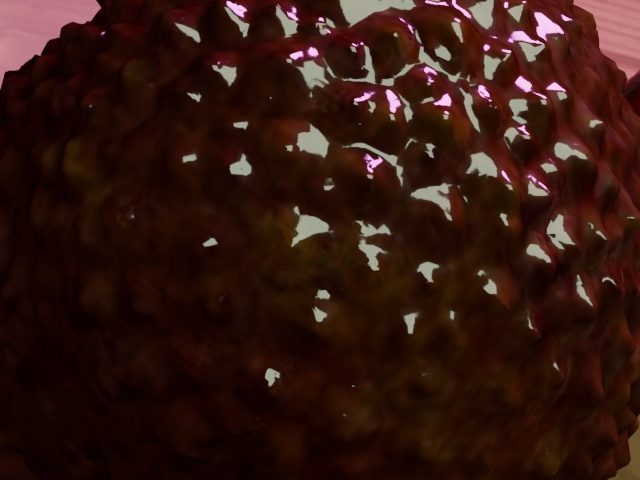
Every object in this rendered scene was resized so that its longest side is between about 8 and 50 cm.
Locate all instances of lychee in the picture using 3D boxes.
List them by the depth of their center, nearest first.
[{"bbox_3d":[0.000,0.000,0.721,0.304,0.275,0.276,58,36,-13],"label":"lychee"}]

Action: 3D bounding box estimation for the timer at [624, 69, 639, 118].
[{"bbox_3d":[0.255,-0.044,0.996,0.250,0.257,0.161,15,52,-33],"label":"timer"}]
